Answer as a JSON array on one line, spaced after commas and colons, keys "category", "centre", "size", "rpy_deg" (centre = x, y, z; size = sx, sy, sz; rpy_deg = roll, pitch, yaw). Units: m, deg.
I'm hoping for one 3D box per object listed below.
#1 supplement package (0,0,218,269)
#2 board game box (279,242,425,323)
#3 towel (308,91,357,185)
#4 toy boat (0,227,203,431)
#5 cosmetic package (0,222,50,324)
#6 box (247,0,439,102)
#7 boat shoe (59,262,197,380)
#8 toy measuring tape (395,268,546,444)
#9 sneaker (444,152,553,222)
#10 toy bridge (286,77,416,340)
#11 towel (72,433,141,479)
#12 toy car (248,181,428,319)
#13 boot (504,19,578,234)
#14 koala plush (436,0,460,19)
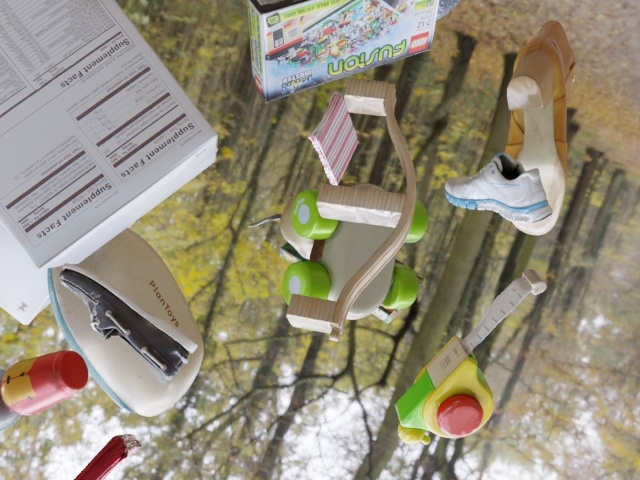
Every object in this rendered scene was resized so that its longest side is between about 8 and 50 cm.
[{"category": "supplement package", "centre": [-0.257, -0.135, 0.729], "size": [0.262, 0.198, 0.199], "rpy_deg": [53, 173, -5]}, {"category": "board game box", "centre": [0.062, 0.051, 1.467], "size": [0.260, 0.030, 0.136], "rpy_deg": [31, -130, 20]}, {"category": "towel", "centre": [0.035, -0.242, 1.803], "size": [0.029, 0.144, 0.197], "rpy_deg": [16, 156, 25]}, {"category": "toy boat", "centre": [-0.278, 0.114, 0.885], "size": [0.148, 0.267, 0.318], "rpy_deg": [-22, -170, 21]}, {"category": "cosmetic package", "centre": [-0.450, -0.037, 1.260], "size": [0.197, 0.155, 0.365], "rpy_deg": [40, -161, -8]}, {"category": "box", "centre": [0.027, -0.226, 0.782], "size": [0.207, 0.114, 0.036], "rpy_deg": [-22, -124, -16]}, {"category": "boat shoe", "centre": [-0.158, 0.064, 0.590], "size": [0.125, 0.038, 0.046], "rpy_deg": [34, 163, -1]}, {"category": "toy measuring tape", "centre": [0.237, 0.191, 1.104], "size": [0.121, 0.330, 0.121], "rpy_deg": [35, -163, -13]}, {"category": "sneaker", "centre": [0.242, -0.083, 1.036], "size": [0.071, 0.082, 0.191], "rpy_deg": [-22, -159, -27]}, {"category": "toy bridge", "centre": [0.030, -0.022, 0.496], "size": [0.063, 0.188, 0.026], "rpy_deg": [8, 157, 13]}, {"category": "towel", "centre": [-0.320, 0.339, 0.993], "size": [0.031, 0.199, 0.275], "rpy_deg": [43, 163, 2]}, {"category": "toy car", "centre": [0.000, 0.000, 0.861], "size": [0.155, 0.148, 0.188], "rpy_deg": [3, -172, -36]}, {"category": "boot", "centre": [0.359, -0.179, 1.184], "size": [0.104, 0.295, 0.211], "rpy_deg": [8, -142, 30]}, {"category": "koala plush", "centre": [0.188, -0.468, 1.127], "size": [0.196, 0.203, 0.221], "rpy_deg": [-10, 165, -36]}]
